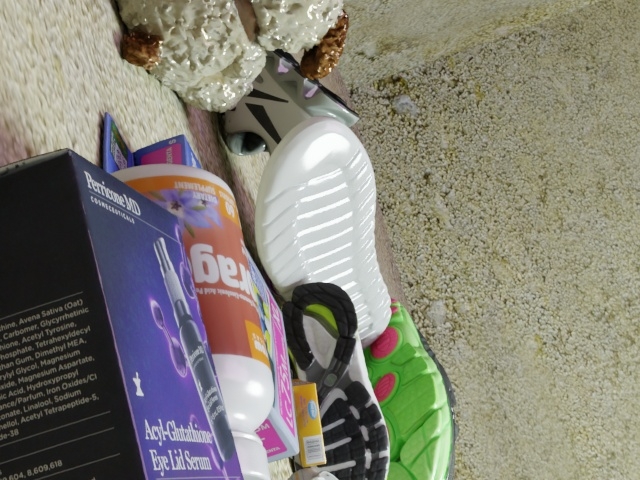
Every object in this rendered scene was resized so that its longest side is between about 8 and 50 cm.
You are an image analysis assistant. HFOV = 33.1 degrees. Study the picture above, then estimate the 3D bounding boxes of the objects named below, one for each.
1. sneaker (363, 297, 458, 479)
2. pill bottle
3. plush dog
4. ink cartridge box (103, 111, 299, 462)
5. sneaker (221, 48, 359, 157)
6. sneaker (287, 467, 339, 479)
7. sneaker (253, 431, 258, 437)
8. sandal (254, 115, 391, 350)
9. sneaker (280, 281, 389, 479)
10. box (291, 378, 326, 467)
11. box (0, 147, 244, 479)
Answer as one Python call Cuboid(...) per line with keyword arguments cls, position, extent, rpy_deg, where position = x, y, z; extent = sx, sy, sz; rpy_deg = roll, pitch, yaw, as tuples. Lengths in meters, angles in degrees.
Cuboid(cls="sneaker", position=(0.125, 0.248, 1.472), extent=(0.202, 0.185, 0.483), rpy_deg=(50, 16, -18))
Cuboid(cls="pill bottle", position=(-0.097, 0.067, 0.714), extent=(0.121, 0.121, 0.216), rpy_deg=(56, 17, -62))
Cuboid(cls="plush dog", position=(-0.087, -0.254, 1.114), extent=(0.210, 0.225, 0.262), rpy_deg=(-90, 160, -65))
Cuboid(cls="ink cartridge box", position=(-0.102, 0.043, 0.964), extent=(0.186, 0.065, 0.311), rpy_deg=(-100, 167, -47))
Cuboid(cls="sneaker", position=(-0.094, -0.195, 1.408), extent=(0.122, 0.146, 0.330), rpy_deg=(25, 17, -44))
Cuboid(cls="sneaker", position=(-0.010, 0.267, 1.009), extent=(0.262, 0.099, 0.121), rpy_deg=(71, -4, -66))
Cuboid(cls="sneaker", position=(-0.088, 0.150, 0.853), extent=(0.135, 0.052, 0.058), rpy_deg=(-12, 79, -82))
Cuboid(cls="sandal", position=(-0.012, 0.008, 1.360), extent=(0.102, 0.169, 0.416), rpy_deg=(39, -26, 38))
Cuboid(cls="sneaker", position=(0.019, 0.201, 1.261), extent=(0.121, 0.111, 0.300), rpy_deg=(81, 3, -58))
Cuboid(cls="box", position=(-0.022, 0.187, 1.123), extent=(0.136, 0.028, 0.081), rpy_deg=(150, -68, -81))
Cuboid(cls="box", position=(-0.125, 0.077, 0.563), extent=(0.153, 0.108, 0.207), rpy_deg=(39, 34, -74))
